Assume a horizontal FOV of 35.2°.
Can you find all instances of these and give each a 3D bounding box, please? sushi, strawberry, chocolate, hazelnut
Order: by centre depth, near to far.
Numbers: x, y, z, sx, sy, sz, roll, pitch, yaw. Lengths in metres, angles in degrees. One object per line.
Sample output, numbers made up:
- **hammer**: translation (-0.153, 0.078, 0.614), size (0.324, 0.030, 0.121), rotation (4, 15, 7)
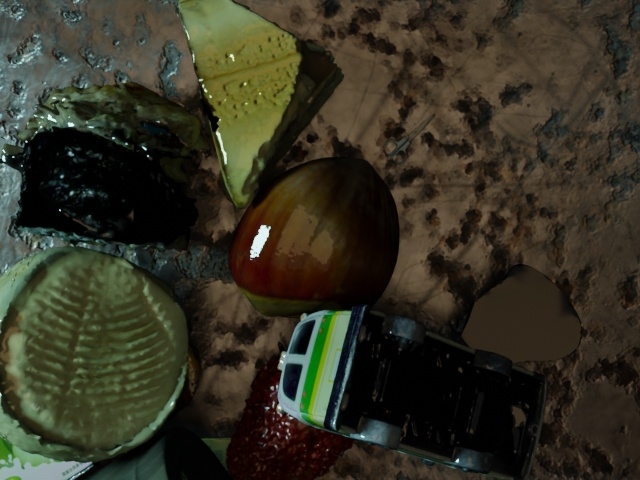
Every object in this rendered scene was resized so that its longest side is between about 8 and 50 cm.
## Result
- **sushi**: translation (-0.250, -0.094, 1.209), size (0.238, 0.225, 0.219), rotation (18, 80, -28)
- **hazelnut**: translation (-0.002, -0.001, 1.230), size (0.181, 0.212, 0.181), rotation (-16, 66, 38)
- **strawberry**: translation (-0.027, 0.248, 1.282), size (0.167, 0.087, 0.208), rotation (19, 88, -2)
- **chocolate**: translation (0.250, 0.096, 1.289), size (0.148, 0.080, 0.125), rotation (-7, 82, 7)

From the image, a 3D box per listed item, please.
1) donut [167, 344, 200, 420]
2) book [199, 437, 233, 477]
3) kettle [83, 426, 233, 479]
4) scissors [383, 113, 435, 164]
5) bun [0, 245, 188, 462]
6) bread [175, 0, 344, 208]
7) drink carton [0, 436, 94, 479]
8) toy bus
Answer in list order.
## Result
- **donut**: translation (-0.223, 0.169, 1.298), size (0.140, 0.059, 0.141), rotation (0, 93, -1)
- **book**: translation (-0.143, 0.343, 1.332), size (0.192, 0.013, 0.168), rotation (-2, 93, -1)
- **kettle**: translation (-0.251, 0.419, 1.168), size (0.324, 0.321, 0.228), rotation (-30, 120, 7)
- **scissors**: translation (0.118, -0.135, 1.309), size (0.083, 0.006, 0.036), rotation (-44, 91, 2)
- **bun**: translation (-0.290, 0.134, 1.177), size (0.259, 0.152, 0.260), rotation (3, 84, -34)
- **bread**: translation (-0.114, -0.184, 1.218), size (0.211, 0.183, 0.224), rotation (34, 90, 0)
- **drink carton**: translation (-0.408, 0.209, 1.275), size (0.161, 0.108, 0.271), rotation (-32, 92, -1)
- **toy bus**: translation (0.107, 0.185, 1.199), size (0.305, 0.179, 0.143), rotation (22, 75, -32)
